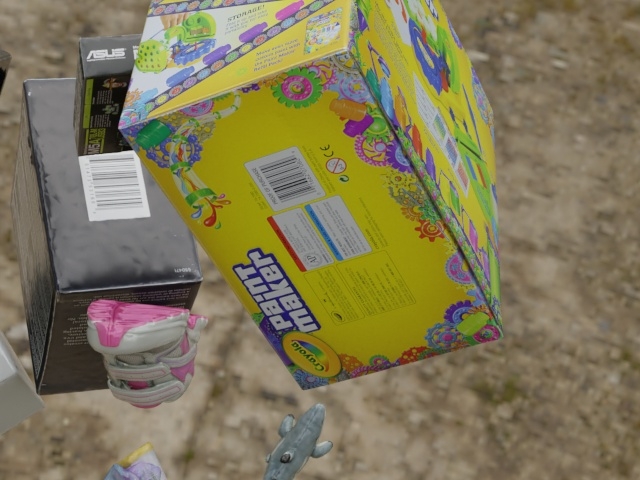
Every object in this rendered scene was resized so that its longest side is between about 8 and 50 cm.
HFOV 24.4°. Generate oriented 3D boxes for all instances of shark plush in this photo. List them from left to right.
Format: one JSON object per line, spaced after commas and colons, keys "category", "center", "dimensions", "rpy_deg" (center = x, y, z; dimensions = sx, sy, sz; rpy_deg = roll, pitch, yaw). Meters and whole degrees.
{"category": "shark plush", "center": [-0.050, 0.277, 1.904], "dimensions": [0.161, 0.067, 0.073], "rpy_deg": [-41, 81, -19]}

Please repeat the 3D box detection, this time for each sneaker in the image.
{"category": "sneaker", "center": [-0.185, 0.127, 1.605], "dimensions": [0.103, 0.111, 0.252], "rpy_deg": [6, -6, 14]}

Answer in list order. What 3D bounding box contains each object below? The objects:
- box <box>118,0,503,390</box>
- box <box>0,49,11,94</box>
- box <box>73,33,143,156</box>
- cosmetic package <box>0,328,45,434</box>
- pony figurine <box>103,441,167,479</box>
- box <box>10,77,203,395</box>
{"category": "box", "center": [0.010, -0.094, 1.151], "dimensions": [0.177, 0.290, 0.279], "rpy_deg": [-17, 38, 20]}
{"category": "box", "center": [-0.588, -0.115, 1.414], "dimensions": [0.472, 0.297, 0.480], "rpy_deg": [18, 8, -7]}
{"category": "box", "center": [-0.133, -0.136, 1.369], "dimensions": [0.184, 0.191, 0.045], "rpy_deg": [-4, 73, -12]}
{"category": "cosmetic package", "center": [-0.531, 0.178, 2.002], "dimensions": [0.224, 0.138, 0.224], "rpy_deg": [-33, 64, -6]}
{"category": "pony figurine", "center": [-0.135, 0.393, 1.465], "dimensions": [0.303, 0.351, 0.363], "rpy_deg": [-28, 83, -47]}
{"category": "box", "center": [-0.276, -0.004, 1.848], "dimensions": [0.183, 0.294, 0.296], "rpy_deg": [-4, 62, -19]}
